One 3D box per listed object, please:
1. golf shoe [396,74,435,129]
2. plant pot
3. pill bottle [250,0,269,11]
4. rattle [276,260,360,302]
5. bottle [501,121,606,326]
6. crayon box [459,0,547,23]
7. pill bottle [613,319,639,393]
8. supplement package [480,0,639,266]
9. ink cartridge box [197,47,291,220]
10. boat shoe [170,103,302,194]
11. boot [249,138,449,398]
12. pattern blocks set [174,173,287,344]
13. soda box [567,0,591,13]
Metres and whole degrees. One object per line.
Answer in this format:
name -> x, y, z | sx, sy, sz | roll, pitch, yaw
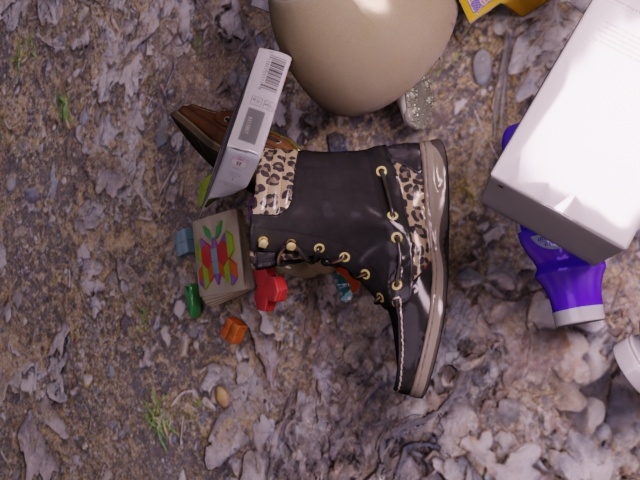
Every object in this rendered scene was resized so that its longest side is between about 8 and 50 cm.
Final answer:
golf shoe -> 0.123, -0.243, 1.431 | 0.086, 0.069, 0.176 | -22, 65, 37
plant pot -> 0.032, -0.353, 1.366 | 0.284, 0.191, 0.284 | -23, 51, 32
pill bottle -> -0.078, -0.449, 1.579 | 0.065, 0.065, 0.116 | 27, 102, 33
rattle -> 0.000, 0.000, 1.511 | 0.200, 0.143, 0.130 | 17, 129, 19
bottle -> 0.324, -0.027, 1.252 | 0.118, 0.092, 0.282 | -13, 79, 27
crayon box -> 0.321, -0.465, 1.297 | 0.323, 0.083, 0.203 | -30, 70, 28
pill bottle -> 0.464, 0.113, 1.137 | 0.193, 0.108, 0.108 | -39, 66, 26
supplement package -> 0.345, -0.143, 1.126 | 0.177, 0.175, 0.293 | 31, 86, 9
ink cartridge box -> -0.117, -0.148, 1.388 | 0.232, 0.066, 0.189 | 117, 168, -59
boat shoe -> -0.140, -0.168, 1.587 | 0.104, 0.110, 0.307 | -45, 51, -10
boot -> 0.040, 0.031, 1.342 | 0.284, 0.138, 0.377 | 3, 83, 2
pattern blocks set -> -0.165, 0.029, 1.549 | 0.325, 0.026, 0.285 | -38, 62, 52
soda box -> 0.285, -0.395, 1.221 | 0.069, 0.074, 0.216 | -50, 63, 21
